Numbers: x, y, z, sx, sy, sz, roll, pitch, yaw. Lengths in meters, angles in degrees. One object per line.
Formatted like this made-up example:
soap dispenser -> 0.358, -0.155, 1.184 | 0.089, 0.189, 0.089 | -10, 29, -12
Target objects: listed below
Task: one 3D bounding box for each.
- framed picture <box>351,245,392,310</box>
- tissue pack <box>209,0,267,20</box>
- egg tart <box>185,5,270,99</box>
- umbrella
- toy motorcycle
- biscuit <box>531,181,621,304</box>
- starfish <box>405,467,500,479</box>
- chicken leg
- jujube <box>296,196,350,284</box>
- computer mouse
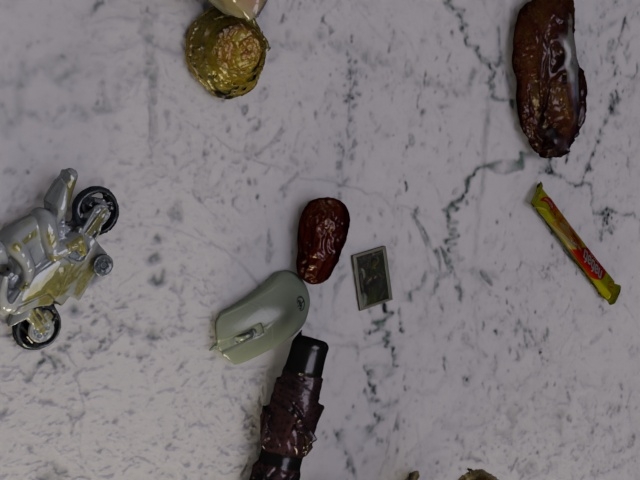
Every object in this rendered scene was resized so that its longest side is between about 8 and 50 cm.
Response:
framed picture -> 0.079, 0.058, 1.696 | 0.066, 0.007, 0.089 | -16, 104, -33
tissue pack -> -0.148, -0.435, 1.413 | 0.257, 0.123, 0.215 | 36, 73, -33
egg tart -> -0.119, -0.258, 1.497 | 0.130, 0.052, 0.130 | -2, 93, -34
umbrella -> -0.052, 0.290, 1.582 | 0.090, 0.094, 0.326 | 15, 89, 4
toy motorcycle -> -0.343, 0.020, 1.360 | 0.151, 0.074, 0.228 | 28, 88, -39
biscuit -> 0.447, 0.010, 1.936 | 0.292, 0.026, 0.048 | 46, 50, -29
starfish -> 0.133, 0.539, 1.625 | 0.082, 0.324, 0.432 | 32, 72, -18
chicken leg -> 0.394, -0.339, 1.821 | 0.158, 0.096, 0.407 | 5, 90, -39
jujube -> 0.000, 0.000, 1.595 | 0.077, 0.077, 0.129 | 14, 91, -35
computer mouse -> -0.080, 0.111, 1.564 | 0.182, 0.056, 0.089 | -31, 108, -28
